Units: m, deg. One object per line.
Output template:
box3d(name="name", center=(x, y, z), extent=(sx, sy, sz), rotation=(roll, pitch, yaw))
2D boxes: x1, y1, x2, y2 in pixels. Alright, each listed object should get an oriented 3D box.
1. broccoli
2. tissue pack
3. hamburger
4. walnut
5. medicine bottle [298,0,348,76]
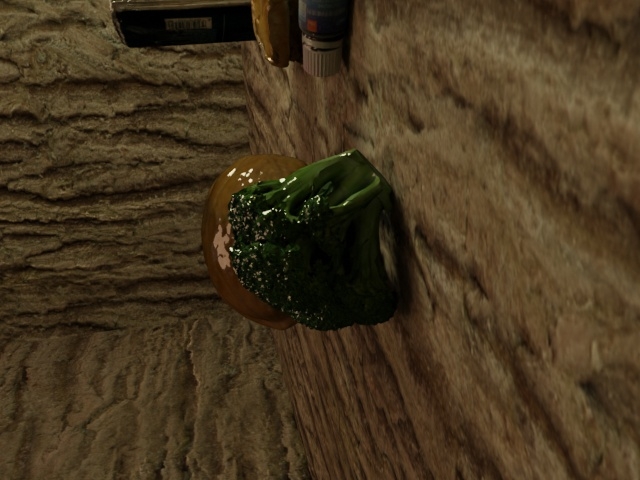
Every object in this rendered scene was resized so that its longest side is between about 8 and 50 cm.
box3d(name="broccoli", center=(0.000, 0.000, 1.110), extent=(0.308, 0.275, 0.308), rotation=(41, -163, -16))
box3d(name="tissue pack", center=(-0.257, -0.582, 1.657), extent=(0.264, 0.416, 0.253), rotation=(-177, 83, -83))
box3d(name="hamburger", center=(-0.059, -0.461, 1.362), extent=(0.283, 0.144, 0.260), rotation=(-114, 15, -49))
box3d(name="walnut", center=(-0.080, 0.003, 1.389), extent=(0.333, 0.332, 0.333), rotation=(173, 90, -81))
box3d(name="medicine bottle", center=(0.004, -0.372, 1.214), extent=(0.203, 0.083, 0.083), rotation=(92, 167, -45))
